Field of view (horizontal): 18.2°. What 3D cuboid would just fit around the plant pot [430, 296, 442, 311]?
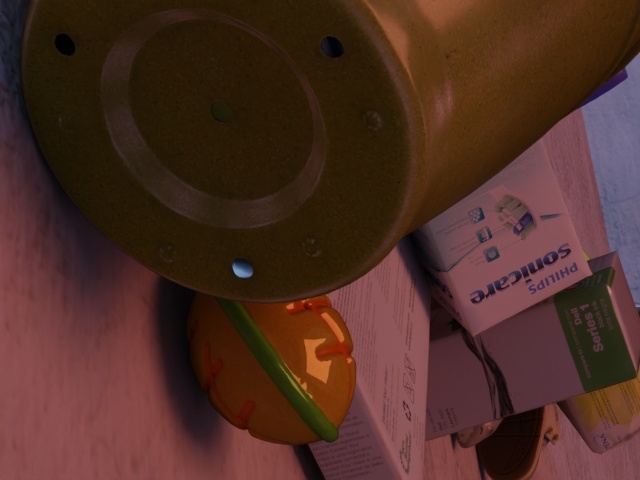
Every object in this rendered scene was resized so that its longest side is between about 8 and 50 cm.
[{"bbox_3d":[0.159,-0.026,1.973,0.237,0.109,0.237,35,46,-47],"label":"plant pot"}]

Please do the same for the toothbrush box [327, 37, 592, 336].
[{"bbox_3d":[0.097,-0.097,1.730,0.295,0.126,0.216,67,-9,-23],"label":"toothbrush box"}]

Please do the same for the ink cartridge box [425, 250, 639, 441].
[{"bbox_3d":[0.176,0.097,1.818,0.160,0.219,0.093,-45,116,-75],"label":"ink cartridge box"}]

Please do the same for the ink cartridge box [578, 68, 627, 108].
[{"bbox_3d":[0.140,-0.276,1.906,0.395,0.151,0.270,57,-4,47],"label":"ink cartridge box"}]

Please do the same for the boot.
[{"bbox_3d":[0.219,0.200,2.177,0.165,0.077,0.213,66,20,-51],"label":"boot"}]

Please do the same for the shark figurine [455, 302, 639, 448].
[{"bbox_3d":[0.257,0.122,2.050,0.166,0.278,0.116,-110,176,-51],"label":"shark figurine"}]

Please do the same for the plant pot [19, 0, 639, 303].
[{"bbox_3d":[0.005,-0.151,1.188,0.353,0.366,0.366,-54,129,-52],"label":"plant pot"}]

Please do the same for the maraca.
[{"bbox_3d":[-0.040,0.059,1.279,0.127,0.099,0.186,58,-2,-42],"label":"maraca"}]

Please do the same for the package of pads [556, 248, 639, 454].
[{"bbox_3d":[0.278,0.086,2.319,0.229,0.101,0.296,57,-3,46],"label":"package of pads"}]

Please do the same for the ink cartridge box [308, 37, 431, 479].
[{"bbox_3d":[0.000,0.000,1.541,0.324,0.071,0.330,-81,149,-60],"label":"ink cartridge box"}]
